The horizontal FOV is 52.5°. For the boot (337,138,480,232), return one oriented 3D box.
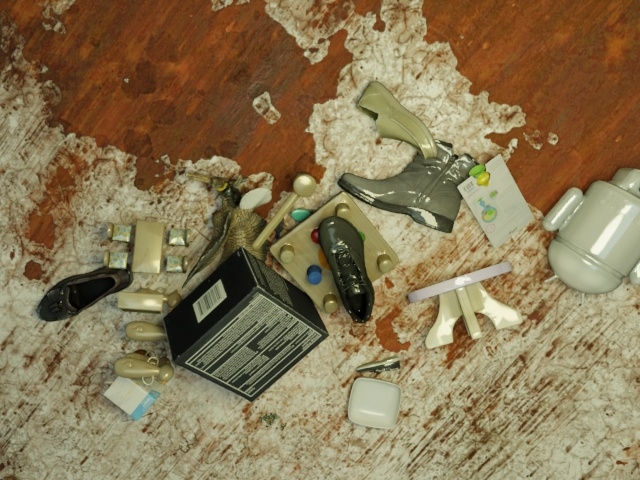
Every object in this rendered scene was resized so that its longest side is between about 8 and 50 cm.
[{"bbox_3d":[0.230,-0.173,1.705,0.338,0.118,0.222,20,94,-7],"label":"boot"}]

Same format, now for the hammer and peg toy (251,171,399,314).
[{"bbox_3d":[0.000,0.000,1.701,0.266,0.127,0.361,-38,107,10],"label":"hammer and peg toy"}]

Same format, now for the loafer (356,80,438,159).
[{"bbox_3d":[0.192,-0.290,1.647,0.092,0.102,0.268,-41,66,2],"label":"loafer"}]

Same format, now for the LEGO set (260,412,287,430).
[{"bbox_3d":[-0.138,0.523,1.886,0.054,0.023,0.083,-40,108,12],"label":"LEGO set"}]

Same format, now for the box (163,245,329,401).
[{"bbox_3d":[-0.194,0.225,1.695,0.296,0.182,0.294,-42,129,9],"label":"box"}]

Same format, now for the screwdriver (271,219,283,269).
[{"bbox_3d":[-0.122,0.007,1.798,0.024,0.025,0.169,10,109,2],"label":"screwdriver"}]

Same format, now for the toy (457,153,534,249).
[{"bbox_3d":[0.451,-0.105,1.695,0.137,0.056,0.237,-38,124,0],"label":"toy"}]

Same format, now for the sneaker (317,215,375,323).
[{"bbox_3d":[0.074,0.074,1.595,0.109,0.130,0.286,-21,108,6],"label":"sneaker"}]

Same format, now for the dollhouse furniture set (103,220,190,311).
[{"bbox_3d":[-0.456,0.065,1.698,0.212,0.161,0.241,5,80,-12],"label":"dollhouse furniture set"}]

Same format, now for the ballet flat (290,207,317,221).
[{"bbox_3d":[-0.026,-0.067,1.761,0.115,0.041,0.041,7,100,-9],"label":"ballet flat"}]

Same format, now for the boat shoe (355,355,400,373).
[{"bbox_3d":[0.163,0.357,1.822,0.125,0.046,0.038,-14,94,-2],"label":"boat shoe"}]

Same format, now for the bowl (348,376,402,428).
[{"bbox_3d":[0.152,0.452,1.834,0.142,0.053,0.141,10,100,1],"label":"bowl"}]

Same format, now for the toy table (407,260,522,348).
[{"bbox_3d":[0.380,0.171,1.686,0.275,0.252,0.160,-20,82,19],"label":"toy table"}]

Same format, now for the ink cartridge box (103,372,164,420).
[{"bbox_3d":[-0.539,0.425,1.859,0.143,0.092,0.090,40,100,-4],"label":"ink cartridge box"}]

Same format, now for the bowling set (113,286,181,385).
[{"bbox_3d":[-0.456,0.288,1.814,0.154,0.199,0.286,9,58,-2],"label":"bowling set"}]

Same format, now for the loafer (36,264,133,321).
[{"bbox_3d":[-0.674,0.148,1.818,0.303,0.095,0.109,-25,97,8],"label":"loafer"}]

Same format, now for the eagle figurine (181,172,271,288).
[{"bbox_3d":[-0.248,-0.021,1.719,0.227,0.225,0.298,1,89,-9],"label":"eagle figurine"}]

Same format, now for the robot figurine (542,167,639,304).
[{"bbox_3d":[0.715,-0.011,1.638,0.300,0.200,0.353,32,101,3],"label":"robot figurine"}]
